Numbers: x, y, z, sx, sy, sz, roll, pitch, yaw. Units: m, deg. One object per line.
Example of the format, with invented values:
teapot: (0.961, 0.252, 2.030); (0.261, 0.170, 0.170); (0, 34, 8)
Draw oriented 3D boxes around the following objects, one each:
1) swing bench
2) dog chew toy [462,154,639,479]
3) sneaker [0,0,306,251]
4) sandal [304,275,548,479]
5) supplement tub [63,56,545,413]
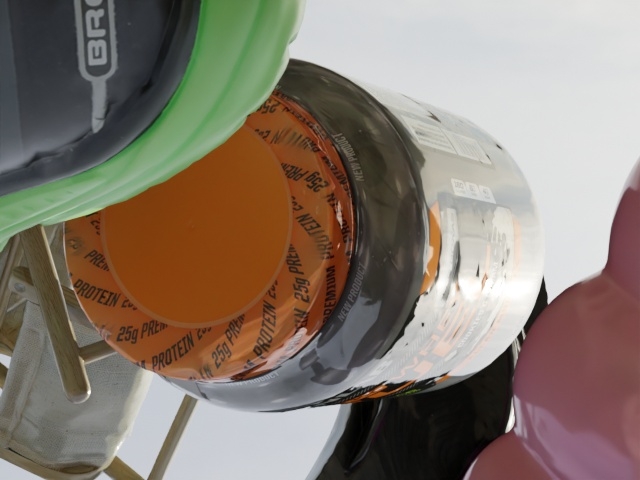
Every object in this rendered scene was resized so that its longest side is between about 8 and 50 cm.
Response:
swing bench: (-0.223, 0.079, 1.232); (0.165, 0.253, 0.254); (-19, -121, -38)
dog chew toy: (0.195, 0.077, 0.795); (0.207, 0.332, 0.206); (38, -171, -7)
sneaker: (-0.217, -0.043, 0.612); (0.202, 0.483, 0.185); (24, -139, -37)
sandal: (0.089, 0.144, 1.217); (0.167, 0.445, 0.107); (30, 153, -14)
supplement tub: (0.000, 0.000, 0.898); (0.194, 0.193, 0.316); (10, -178, 25)
